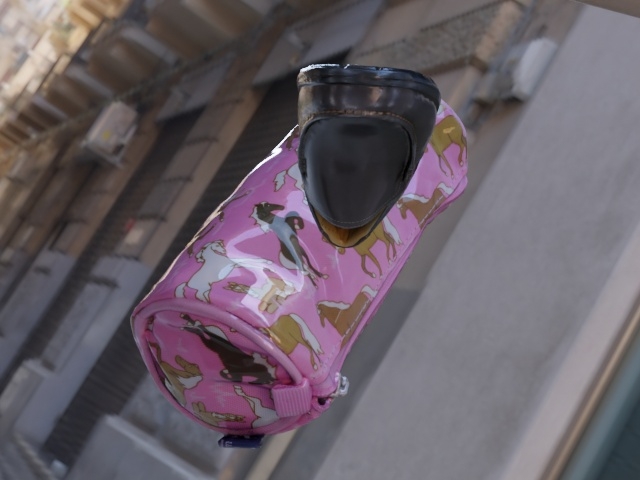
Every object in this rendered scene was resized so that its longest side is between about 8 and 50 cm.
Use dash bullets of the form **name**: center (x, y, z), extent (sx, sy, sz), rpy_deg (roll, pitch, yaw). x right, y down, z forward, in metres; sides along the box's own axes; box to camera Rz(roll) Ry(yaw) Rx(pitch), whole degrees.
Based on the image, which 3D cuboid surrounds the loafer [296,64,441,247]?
- **loafer**: center (0.019, -0.035, 0.518), extent (0.062, 0.061, 0.170), rpy_deg (6, -7, 5)

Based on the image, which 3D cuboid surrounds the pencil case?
- **pencil case**: center (0.000, 0.000, 1.030), extent (0.160, 0.386, 0.167), rpy_deg (-21, -67, 40)

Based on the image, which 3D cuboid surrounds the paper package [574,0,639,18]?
- **paper package**: center (0.178, -0.313, 0.724), extent (0.325, 0.168, 0.309), rpy_deg (22, -50, 23)
